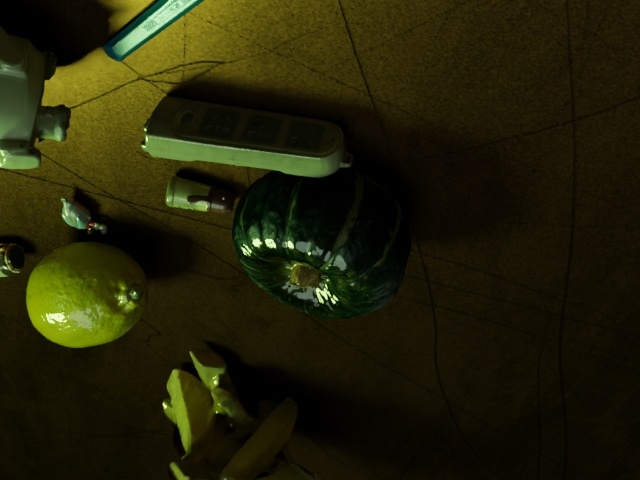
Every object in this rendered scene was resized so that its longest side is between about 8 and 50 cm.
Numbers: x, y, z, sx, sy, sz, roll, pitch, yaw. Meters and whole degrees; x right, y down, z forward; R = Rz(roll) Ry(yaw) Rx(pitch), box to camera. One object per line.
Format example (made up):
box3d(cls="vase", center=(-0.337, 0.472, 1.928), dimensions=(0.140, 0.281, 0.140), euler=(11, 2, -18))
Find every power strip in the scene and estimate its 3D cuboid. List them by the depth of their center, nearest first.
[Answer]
box3d(cls="power strip", center=(-0.098, -0.134, 1.517), dimensions=(0.286, 0.080, 0.048), euler=(10, 146, 11))

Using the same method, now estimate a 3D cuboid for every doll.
box3d(cls="doll", center=(-0.390, -0.038, 1.852), dimensions=(0.057, 0.039, 0.114), euler=(39, 174, 33))

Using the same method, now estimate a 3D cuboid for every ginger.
box3d(cls="ginger", center=(-0.123, 0.386, 2.178), dimensions=(0.413, 0.211, 0.358), euler=(34, -174, -4))

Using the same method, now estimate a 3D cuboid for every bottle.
box3d(cls="bottle", center=(-0.499, -0.204, 1.475), dimensions=(0.352, 0.229, 0.229), euler=(4, 152, -16))
box3d(cls="bottle", center=(-0.176, -0.062, 1.698), dimensions=(0.101, 0.063, 0.047), euler=(12, 120, 4))

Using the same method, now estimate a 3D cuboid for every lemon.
box3d(cls="lemon", center=(-0.382, 0.087, 1.908), dimensions=(0.249, 0.184, 0.184), euler=(-14, 137, 34))

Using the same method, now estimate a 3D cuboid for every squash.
box3d(cls="squash", center=(0.000, 0.000, 1.594), dimensions=(0.252, 0.165, 0.252), euler=(12, 150, 7))

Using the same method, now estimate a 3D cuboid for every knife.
box3d(cls="knife", center=(-0.187, -0.281, 1.387), dimensions=(0.044, 0.026, 0.297), euler=(38, 146, -24))

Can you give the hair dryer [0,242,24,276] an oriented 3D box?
box3d(cls="hair dryer", center=(-0.674, 0.046, 2.067), dimensions=(0.362, 0.128, 0.203), euler=(-7, 140, 22))
